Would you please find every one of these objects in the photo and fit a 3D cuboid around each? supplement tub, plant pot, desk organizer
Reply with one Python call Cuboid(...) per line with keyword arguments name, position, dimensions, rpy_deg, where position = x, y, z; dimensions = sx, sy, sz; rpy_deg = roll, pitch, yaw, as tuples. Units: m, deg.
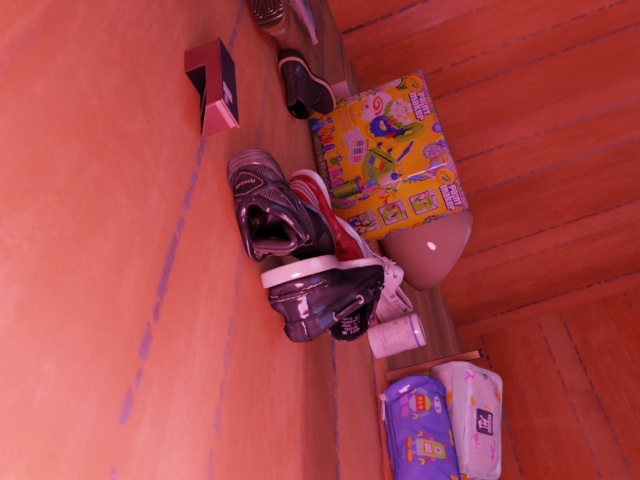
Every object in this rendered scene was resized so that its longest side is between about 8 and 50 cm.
Cuboid(name="supplement tub", position=(0.157, 0.196, 1.540), dimensions=(0.071, 0.107, 0.071), rpy_deg=(-19, 90, -78))
Cuboid(name="plant pot", position=(0.281, -0.020, 2.192), dimensions=(0.191, 0.284, 0.284), rpy_deg=(30, 25, -14))
Cuboid(name="desk organizer", position=(-0.135, -0.189, 0.924), dimensions=(0.047, 0.050, 0.130), rpy_deg=(59, 17, -47))

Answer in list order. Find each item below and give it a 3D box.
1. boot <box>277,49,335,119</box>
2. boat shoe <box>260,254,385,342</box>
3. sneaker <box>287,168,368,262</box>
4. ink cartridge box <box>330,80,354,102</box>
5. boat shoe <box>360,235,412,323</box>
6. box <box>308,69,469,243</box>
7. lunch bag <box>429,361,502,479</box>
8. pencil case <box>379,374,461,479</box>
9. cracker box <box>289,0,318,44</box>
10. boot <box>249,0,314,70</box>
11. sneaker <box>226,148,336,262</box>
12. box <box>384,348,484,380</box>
Cuboid(name="boot", position=(-0.027, -0.288, 1.583), dimensions=(0.198, 0.077, 0.137), rpy_deg=(35, 40, -50))
Cuboid(name="boat shoe", position=(0.024, 0.087, 1.045), dimensions=(0.340, 0.127, 0.113), rpy_deg=(16, 57, -75))
Cuboid(name="sneaker", position=(0.000, 0.000, 1.235), dimensions=(0.221, 0.087, 0.128), rpy_deg=(55, 24, -16))
Cuboid(name="ink cartridge box", position=(0.047, -0.362, 1.978), dimensions=(0.122, 0.089, 0.052), rpy_deg=(36, 37, -71))
Cuboid(name="boat shoe", position=(0.136, 0.076, 1.662), dimensions=(0.277, 0.096, 0.098), rpy_deg=(60, 16, -44))
Cuboid(name="box", position=(0.145, -0.180, 1.664), dimensions=(0.177, 0.279, 0.290), rpy_deg=(57, 18, -49))
Cuboid(name="lunch bag", position=(0.282, 0.373, 1.511), dimensions=(0.262, 0.160, 0.223), rpy_deg=(73, 23, -67))
Cuboid(name="pencil case", position=(0.171, 0.366, 1.302), dimensions=(0.306, 0.133, 0.119), rpy_deg=(-90, -162, -56))
Cuboid(name="cracker box", position=(-0.080, -0.599, 1.817), dimensions=(0.232, 0.067, 0.155), rpy_deg=(59, 17, -48))
Cuboid(name="boot", position=(-0.090, -0.499, 1.581), dimensions=(0.269, 0.089, 0.236), rpy_deg=(15, 67, -77))
Cuboid(name="sneaker", position=(-0.045, -0.005, 0.977), dimensions=(0.227, 0.087, 0.130), rpy_deg=(53, 23, -50))
Cuboid(name="box", position=(0.248, 0.267, 1.619), dimensions=(0.164, 0.201, 0.021), rpy_deg=(26, 50, -74))
